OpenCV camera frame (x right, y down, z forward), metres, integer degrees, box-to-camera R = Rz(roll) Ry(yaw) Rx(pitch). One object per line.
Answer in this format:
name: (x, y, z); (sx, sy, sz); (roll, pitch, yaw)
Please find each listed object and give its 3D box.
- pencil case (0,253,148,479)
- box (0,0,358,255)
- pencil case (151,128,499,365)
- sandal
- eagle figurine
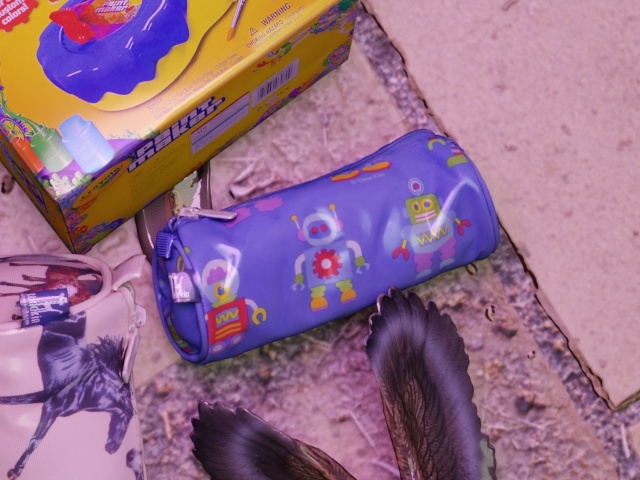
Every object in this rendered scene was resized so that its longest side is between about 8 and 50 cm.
pencil case: (-0.200, 0.215, 1.438); (0.183, 0.160, 0.410); (-6, 105, 11)
box: (-0.169, -0.195, 1.447); (0.290, 0.177, 0.279); (-38, 80, -11)
pencil case: (0.000, 0.000, 1.531); (0.306, 0.119, 0.133); (-20, 111, -20)
sandal: (-0.138, -0.076, 1.545); (0.090, 0.060, 0.219); (-11, 92, -13)
eagle figurine: (0.063, 0.218, 1.532); (0.226, 0.225, 0.298); (-20, 70, -42)
